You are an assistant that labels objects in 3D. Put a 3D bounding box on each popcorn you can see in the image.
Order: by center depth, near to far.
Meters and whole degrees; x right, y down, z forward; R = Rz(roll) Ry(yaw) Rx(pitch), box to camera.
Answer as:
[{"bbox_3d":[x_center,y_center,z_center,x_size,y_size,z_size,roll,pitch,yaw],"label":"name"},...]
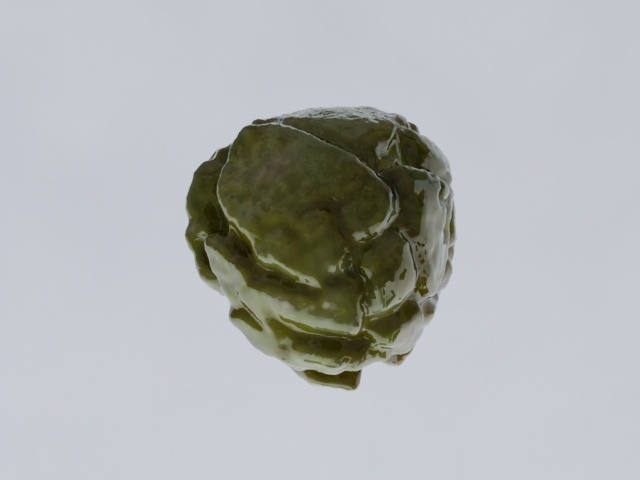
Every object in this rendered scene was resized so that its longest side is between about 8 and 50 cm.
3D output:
[{"bbox_3d":[0.000,0.000,0.787,0.106,0.116,0.120,10,-119,5],"label":"popcorn"}]
